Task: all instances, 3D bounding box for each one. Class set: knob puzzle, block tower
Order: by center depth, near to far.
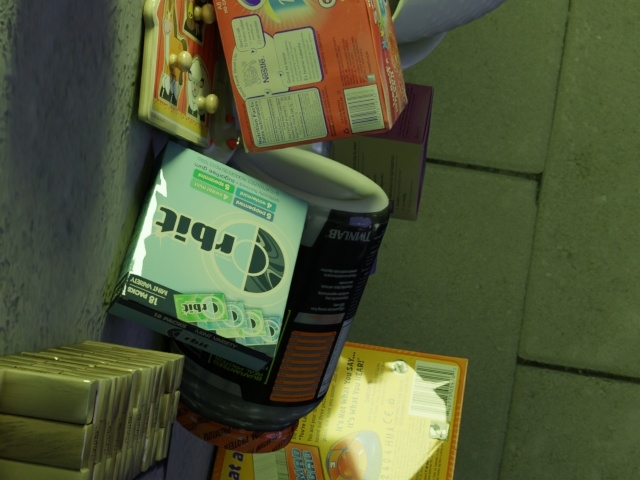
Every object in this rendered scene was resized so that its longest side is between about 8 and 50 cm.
[{"bbox_3d":[-0.180,0.132,1.027,0.335,0.097,0.090,14,84,-83],"label":"block tower"},{"bbox_3d":[-0.121,-0.195,1.306,0.213,0.030,0.213,3,90,-75],"label":"knob puzzle"}]

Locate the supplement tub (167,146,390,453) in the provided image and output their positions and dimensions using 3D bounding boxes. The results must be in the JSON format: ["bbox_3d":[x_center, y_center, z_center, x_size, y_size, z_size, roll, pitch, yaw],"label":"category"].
[{"bbox_3d":[-0.057,0.067,1.533,0.193,0.194,0.316,-65,175,-71],"label":"supplement tub"}]

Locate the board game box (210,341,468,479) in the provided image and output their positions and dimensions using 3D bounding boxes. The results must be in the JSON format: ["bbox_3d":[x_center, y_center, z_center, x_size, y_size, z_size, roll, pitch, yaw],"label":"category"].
[{"bbox_3d":[0.026,0.389,2.172,0.356,0.356,0.356,90,10,-63],"label":"board game box"}]

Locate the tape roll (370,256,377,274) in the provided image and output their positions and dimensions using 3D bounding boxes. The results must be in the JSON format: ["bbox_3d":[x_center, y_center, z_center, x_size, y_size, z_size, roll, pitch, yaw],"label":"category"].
[{"bbox_3d":[0.000,0.000,2.193,0.189,0.189,0.080,-53,152,-79],"label":"tape roll"}]

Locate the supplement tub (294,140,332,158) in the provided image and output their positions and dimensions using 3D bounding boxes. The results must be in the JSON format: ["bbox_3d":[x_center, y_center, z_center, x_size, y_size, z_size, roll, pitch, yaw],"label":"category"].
[{"bbox_3d":[-0.030,-0.204,1.943,0.117,0.117,0.190,77,22,-76],"label":"supplement tub"}]

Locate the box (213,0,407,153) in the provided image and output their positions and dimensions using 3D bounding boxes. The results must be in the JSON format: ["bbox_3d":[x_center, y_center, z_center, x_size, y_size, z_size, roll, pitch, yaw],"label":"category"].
[{"bbox_3d":[-0.020,-0.252,1.347,0.142,0.154,0.299,-58,137,-70],"label":"box"}]

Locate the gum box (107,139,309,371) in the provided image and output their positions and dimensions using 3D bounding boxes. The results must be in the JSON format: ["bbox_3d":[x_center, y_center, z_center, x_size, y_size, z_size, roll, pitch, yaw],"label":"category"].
[{"bbox_3d":[-0.103,0.014,1.311,0.041,0.157,0.184,-45,-153,50],"label":"gum box"}]

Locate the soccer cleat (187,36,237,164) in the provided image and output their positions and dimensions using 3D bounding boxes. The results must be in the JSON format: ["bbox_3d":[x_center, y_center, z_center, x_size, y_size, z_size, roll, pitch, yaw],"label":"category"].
[{"bbox_3d":[-0.116,-0.170,1.441,0.076,0.068,0.196,161,-65,-64],"label":"soccer cleat"}]

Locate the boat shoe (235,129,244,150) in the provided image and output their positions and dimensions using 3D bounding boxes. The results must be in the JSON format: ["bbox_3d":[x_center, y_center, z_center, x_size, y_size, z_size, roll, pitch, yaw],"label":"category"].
[{"bbox_3d":[-0.084,-0.057,1.714,0.285,0.103,0.092,60,43,-72],"label":"boat shoe"}]

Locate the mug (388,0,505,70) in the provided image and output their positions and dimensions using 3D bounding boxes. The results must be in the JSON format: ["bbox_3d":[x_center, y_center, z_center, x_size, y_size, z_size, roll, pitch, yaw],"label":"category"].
[{"bbox_3d":[0.127,-0.375,1.832,0.328,0.276,0.374,-19,143,-37],"label":"mug"}]

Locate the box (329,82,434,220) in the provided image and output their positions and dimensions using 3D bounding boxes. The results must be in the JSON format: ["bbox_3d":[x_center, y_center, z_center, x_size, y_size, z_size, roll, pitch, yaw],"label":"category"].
[{"bbox_3d":[0.046,-0.150,2.152,0.213,0.243,0.117,89,11,-58],"label":"box"}]
